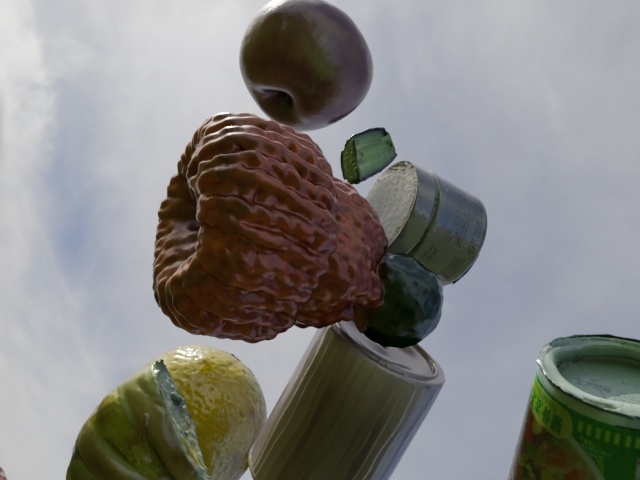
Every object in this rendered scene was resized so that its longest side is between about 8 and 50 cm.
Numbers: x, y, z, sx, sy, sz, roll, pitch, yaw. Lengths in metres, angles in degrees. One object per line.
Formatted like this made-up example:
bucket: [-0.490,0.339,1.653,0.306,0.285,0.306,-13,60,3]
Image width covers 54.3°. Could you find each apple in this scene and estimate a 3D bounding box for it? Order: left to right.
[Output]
apple: [-0.033,-0.372,1.352,0.306,0.235,0.305,22,-24,10]

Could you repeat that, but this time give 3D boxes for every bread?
bread: [-0.120,0.155,0.420,0.083,0.094,0.157,-120,-143,-53]

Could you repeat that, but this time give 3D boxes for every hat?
hat: [0.000,0.000,0.812,0.285,0.400,0.285,-170,-90,-69]

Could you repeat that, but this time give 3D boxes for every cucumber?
cucumber: [0.114,-0.219,1.601,0.086,0.193,0.115,-26,-85,53]

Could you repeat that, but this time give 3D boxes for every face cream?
face cream: [0.168,-0.025,1.048,0.153,0.177,0.177,25,-40,-22]

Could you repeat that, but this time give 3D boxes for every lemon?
lemon: [-0.274,0.380,1.296,0.336,0.336,0.336,19,-59,36]

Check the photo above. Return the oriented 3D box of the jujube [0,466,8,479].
jujube: [-0.359,0.291,0.625,0.109,0.112,0.176,-31,-98,35]

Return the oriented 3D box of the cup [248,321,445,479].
cup: [0.053,0.267,0.969,0.208,0.288,0.273,34,-76,28]

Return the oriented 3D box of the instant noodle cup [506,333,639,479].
instant noodle cup: [0.268,0.220,0.584,0.207,0.207,0.232,14,-67,39]
